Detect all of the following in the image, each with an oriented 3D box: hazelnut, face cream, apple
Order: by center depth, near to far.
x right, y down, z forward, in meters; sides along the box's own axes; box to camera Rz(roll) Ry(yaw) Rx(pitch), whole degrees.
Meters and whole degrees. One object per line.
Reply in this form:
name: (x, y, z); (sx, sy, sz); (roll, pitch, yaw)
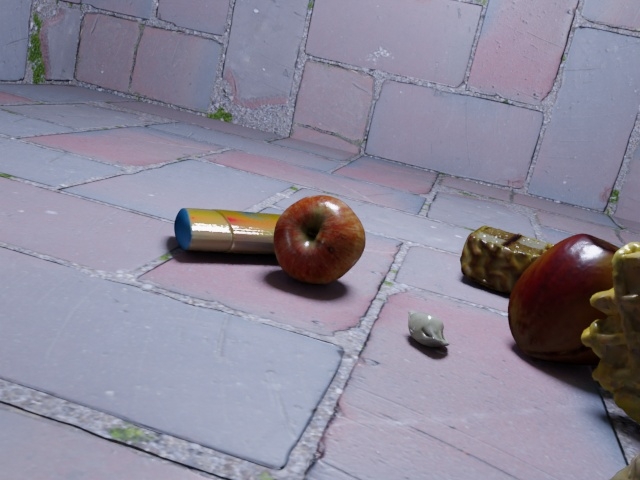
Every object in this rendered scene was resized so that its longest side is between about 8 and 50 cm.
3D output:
hazelnut: (0.373, 0.100, 1.019); (0.208, 0.208, 0.208); (12, 15, -3)
apple: (0.000, 0.000, 1.117); (0.146, 0.146, 0.131); (16, -8, 14)
face cream: (-0.119, -0.013, 1.210); (0.285, 0.067, 0.139); (2, 15, -33)

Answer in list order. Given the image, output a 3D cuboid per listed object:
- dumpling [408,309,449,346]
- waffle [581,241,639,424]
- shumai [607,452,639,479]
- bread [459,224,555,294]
dumpling: (0.154, 0.126, 0.970); (0.059, 0.043, 0.077); (23, -9, -31)
waffle: (0.468, 0.129, 0.785); (0.151, 0.261, 0.324); (-6, 19, -31)
shumai: (0.389, 0.186, 0.509); (0.314, 0.262, 0.267); (21, 17, 24)
bread: (0.373, 0.039, 1.371); (0.181, 0.096, 0.222); (17, 13, 18)
